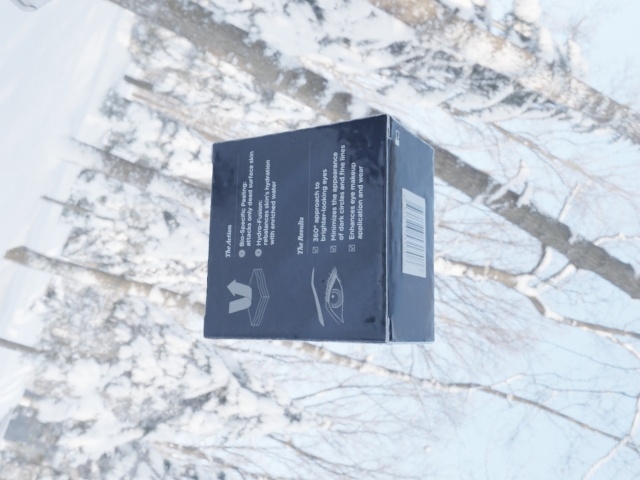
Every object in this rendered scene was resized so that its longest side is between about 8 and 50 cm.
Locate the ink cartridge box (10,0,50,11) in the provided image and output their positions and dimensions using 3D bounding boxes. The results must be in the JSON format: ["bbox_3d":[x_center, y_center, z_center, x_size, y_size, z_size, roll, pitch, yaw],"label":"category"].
[{"bbox_3d":[-0.117,-0.358,0.321,0.286,0.166,0.394,-26,-113,5],"label":"ink cartridge box"}]

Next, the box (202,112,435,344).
[{"bbox_3d":[0.000,0.000,0.496,0.158,0.093,0.155,-3,-100,30],"label":"box"}]
